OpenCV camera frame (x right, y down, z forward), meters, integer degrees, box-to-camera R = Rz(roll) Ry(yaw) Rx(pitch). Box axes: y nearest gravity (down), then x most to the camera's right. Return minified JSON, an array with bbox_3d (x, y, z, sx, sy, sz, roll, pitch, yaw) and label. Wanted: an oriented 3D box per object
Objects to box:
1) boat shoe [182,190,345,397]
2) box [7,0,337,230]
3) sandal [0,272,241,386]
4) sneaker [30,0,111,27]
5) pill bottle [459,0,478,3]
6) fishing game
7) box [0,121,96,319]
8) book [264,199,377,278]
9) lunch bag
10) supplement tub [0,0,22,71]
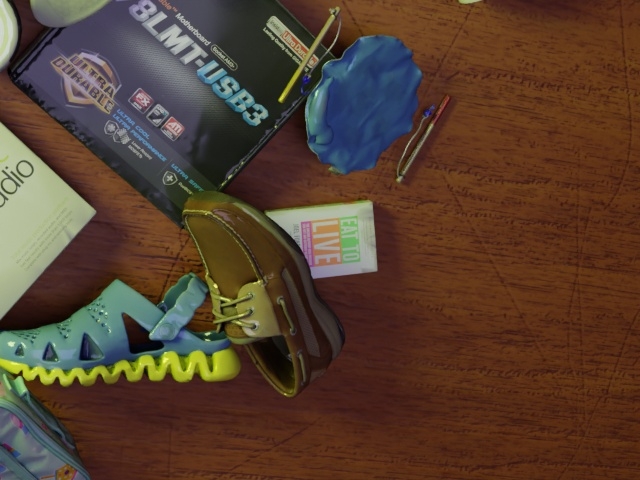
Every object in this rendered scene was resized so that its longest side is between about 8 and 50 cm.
[{"bbox_3d":[-0.075,0.077,1.693,0.324,0.122,0.120,55,53,-35],"label":"boat shoe"},{"bbox_3d":[-0.179,-0.215,1.659,0.293,0.073,0.295,-46,112,1],"label":"box"},{"bbox_3d":[-0.258,0.113,1.710,0.317,0.126,0.138,-2,96,-21],"label":"sandal"},{"bbox_3d":[-0.257,-0.391,1.557,0.104,0.147,0.296,22,107,-36],"label":"sneaker"},{"bbox_3d":[0.178,-0.395,1.687,0.108,0.108,0.180,-27,110,-7],"label":"pill bottle"},{"bbox_3d":[0.052,-0.174,1.719,0.264,0.041,0.189,25,96,-45],"label":"fishing game"},{"bbox_3d":[-0.461,-0.057,1.607,0.322,0.058,0.232,44,78,-21],"label":"box"},{"bbox_3d":[0.000,0.000,1.791,0.144,0.035,0.096,-7,103,-12],"label":"book"},{"bbox_3d":[-0.422,0.271,1.648,0.224,0.108,0.279,-31,140,2],"label":"lunch bag"},{"bbox_3d":[-0.401,-0.248,1.522,0.117,0.190,0.117,-4,106,-15],"label":"supplement tub"}]
